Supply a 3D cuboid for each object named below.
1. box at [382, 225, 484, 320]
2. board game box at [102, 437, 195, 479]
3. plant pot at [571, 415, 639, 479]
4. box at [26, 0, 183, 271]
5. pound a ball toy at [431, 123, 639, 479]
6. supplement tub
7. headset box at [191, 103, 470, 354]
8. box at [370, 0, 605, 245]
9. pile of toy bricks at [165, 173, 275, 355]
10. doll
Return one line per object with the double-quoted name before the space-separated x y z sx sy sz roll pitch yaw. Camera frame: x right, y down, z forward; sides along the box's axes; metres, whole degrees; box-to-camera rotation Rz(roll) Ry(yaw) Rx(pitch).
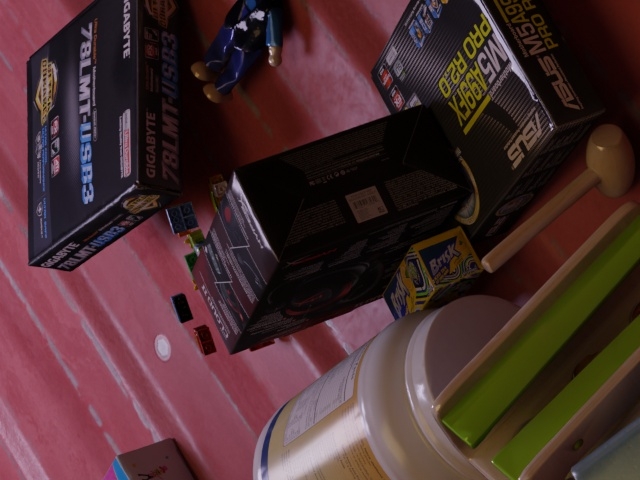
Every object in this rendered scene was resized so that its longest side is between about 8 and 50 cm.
"box" 0.113 0.044 1.884 0.054 0.059 0.169 64 164 15
"board game box" -0.232 0.441 2.420 0.224 0.097 0.303 55 135 24
"plant pot" 0.412 0.195 1.496 0.252 0.247 0.248 -49 62 26
"box" -0.268 -0.144 2.245 0.293 0.073 0.295 -30 57 51
"pound a ball toy" 0.238 0.077 1.668 0.208 0.319 0.136 39 170 36
"supplement tub" 0.098 0.207 1.865 0.316 0.228 0.228 -40 70 47
"headset box" 0.000 0.000 1.882 0.110 0.218 0.293 64 159 16
"box" 0.153 -0.144 1.772 0.216 0.060 0.270 64 157 15
"pile of toy bricks" -0.133 0.034 2.196 0.105 0.118 0.212 -164 55 -78
"doll" -0.080 -0.243 2.087 0.189 0.046 0.129 -56 49 34
